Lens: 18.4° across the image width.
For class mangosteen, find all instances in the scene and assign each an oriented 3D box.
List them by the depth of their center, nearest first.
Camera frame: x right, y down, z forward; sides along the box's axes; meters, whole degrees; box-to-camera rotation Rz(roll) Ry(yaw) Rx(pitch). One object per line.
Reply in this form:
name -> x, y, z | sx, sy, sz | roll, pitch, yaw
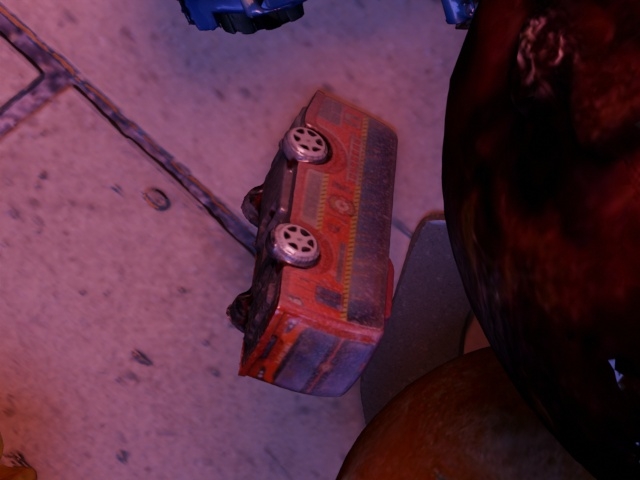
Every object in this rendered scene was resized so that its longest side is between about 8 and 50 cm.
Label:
mangosteen -> 0.247, -0.037, 0.898 | 0.381, 0.381, 0.421 | -18, 164, 21

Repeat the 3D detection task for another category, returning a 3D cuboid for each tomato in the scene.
tomato -> 0.138, 0.184, 1.146 | 0.270, 0.222, 0.270 | 4, 103, 18

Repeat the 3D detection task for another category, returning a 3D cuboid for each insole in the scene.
insole -> 0.061, 0.062, 1.199 | 0.063, 0.010, 0.192 | 12, 126, -1

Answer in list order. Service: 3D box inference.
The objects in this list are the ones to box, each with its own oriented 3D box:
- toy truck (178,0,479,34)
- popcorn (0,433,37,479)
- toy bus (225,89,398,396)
toy truck -> 0.017, -0.167, 0.967 | 0.208, 0.126, 0.113 | -13, 123, 17
popcorn -> -0.291, 0.191, 1.231 | 0.252, 0.215, 0.286 | -30, 112, 34
toy bus -> 0.000, 0.000, 1.052 | 0.077, 0.192, 0.065 | 21, 128, -12
